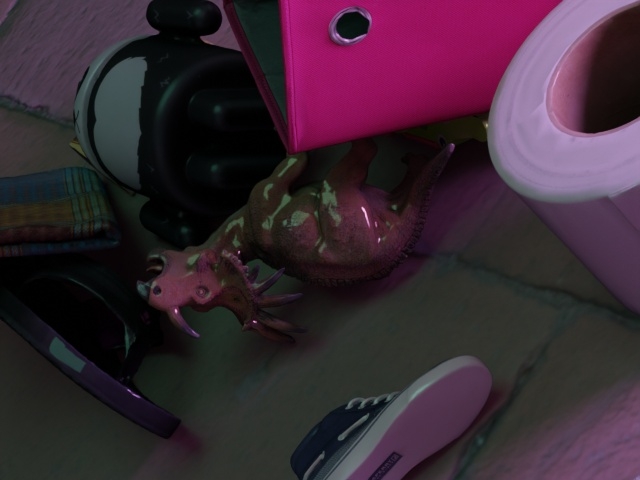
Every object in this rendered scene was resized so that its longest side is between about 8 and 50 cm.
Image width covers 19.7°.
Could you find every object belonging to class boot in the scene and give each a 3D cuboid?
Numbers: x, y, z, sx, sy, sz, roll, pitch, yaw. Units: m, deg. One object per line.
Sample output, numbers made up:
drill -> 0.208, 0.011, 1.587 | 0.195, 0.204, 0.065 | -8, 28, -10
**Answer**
boot -> 0.051, 0.146, 1.502 | 0.190, 0.069, 0.086 | -44, 37, 8

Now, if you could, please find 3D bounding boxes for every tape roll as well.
tape roll -> 0.272, -0.082, 1.405 | 0.246, 0.169, 0.246 | -28, 38, 25

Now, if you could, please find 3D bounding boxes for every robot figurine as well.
robot figurine -> -0.139, -0.119, 1.876 | 0.278, 0.173, 0.209 | 21, 72, 53

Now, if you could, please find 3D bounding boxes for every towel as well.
towel -> -0.349, -0.028, 1.902 | 0.271, 0.040, 0.370 | -5, 10, -10

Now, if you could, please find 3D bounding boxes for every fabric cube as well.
fabric cube -> 0.056, -0.262, 1.581 | 0.258, 0.254, 0.259 | -12, 41, -10

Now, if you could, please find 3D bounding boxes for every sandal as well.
sandal -> -0.246, 0.059, 1.819 | 0.107, 0.167, 0.446 | -53, 34, 0

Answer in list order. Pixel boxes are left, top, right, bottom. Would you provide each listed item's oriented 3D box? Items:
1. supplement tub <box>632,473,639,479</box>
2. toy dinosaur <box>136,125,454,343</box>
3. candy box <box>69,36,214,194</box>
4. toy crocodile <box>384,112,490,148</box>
supplement tub -> 0.251, 0.178, 1.257 | 0.107, 0.071, 0.071 | -39, 35, 11
toy dinosaur -> 0.000, 0.000, 1.666 | 0.295, 0.127, 0.200 | -8, 56, 28
candy box -> -0.188, -0.149, 2.066 | 0.187, 0.053, 0.109 | -49, 35, -4
toy crocodile -> 0.072, -0.143, 1.742 | 0.115, 0.105, 0.340 | -27, 30, -31
